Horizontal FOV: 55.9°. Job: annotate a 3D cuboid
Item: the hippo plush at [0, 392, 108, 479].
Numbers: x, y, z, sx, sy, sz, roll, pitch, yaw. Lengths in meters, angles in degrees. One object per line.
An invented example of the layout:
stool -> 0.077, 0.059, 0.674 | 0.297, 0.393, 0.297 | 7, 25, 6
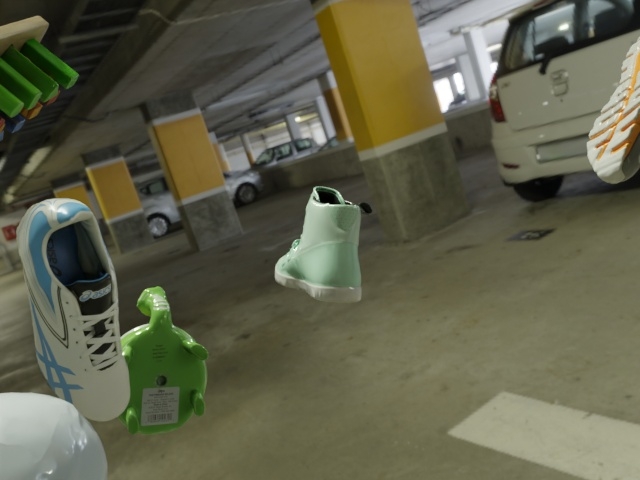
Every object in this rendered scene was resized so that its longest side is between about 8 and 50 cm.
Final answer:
hippo plush -> -0.201, 0.212, 0.333 | 0.294, 0.234, 0.237 | -17, 50, 27

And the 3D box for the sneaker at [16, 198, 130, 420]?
sneaker -> -0.235, 0.076, 0.595 | 0.086, 0.237, 0.085 | 3, 19, 43

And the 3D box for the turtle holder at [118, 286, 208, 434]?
turtle holder -> -0.422, 0.301, 1.472 | 0.243, 0.320, 0.227 | -30, 12, -25

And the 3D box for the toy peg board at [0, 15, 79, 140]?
toy peg board -> -0.366, -0.153, 0.685 | 0.160, 0.079, 0.161 | -44, 12, 29

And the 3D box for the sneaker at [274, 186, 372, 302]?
sneaker -> 0.001, 0.000, 0.878 | 0.094, 0.151, 0.256 | 4, 1, -20

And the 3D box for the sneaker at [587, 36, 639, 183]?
sneaker -> 0.355, -0.143, 0.632 | 0.215, 0.083, 0.084 | -58, 5, -17
